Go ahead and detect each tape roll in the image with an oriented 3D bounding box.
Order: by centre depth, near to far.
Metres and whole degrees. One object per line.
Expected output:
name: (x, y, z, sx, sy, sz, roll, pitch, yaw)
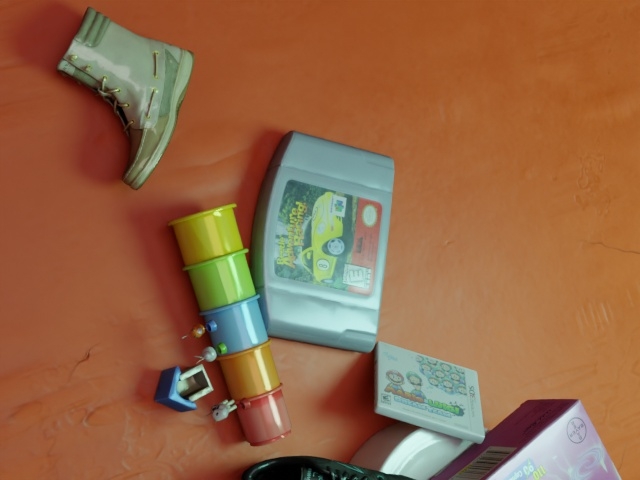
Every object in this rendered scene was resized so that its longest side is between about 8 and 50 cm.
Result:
tape roll: (0.162, 0.393, 1.440, 0.286, 0.100, 0.286, 4, 80, -27)

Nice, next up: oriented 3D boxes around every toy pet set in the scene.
toy pet set: (-0.163, 0.175, 1.301, 0.065, 0.114, 0.122, -25, 93, -37)

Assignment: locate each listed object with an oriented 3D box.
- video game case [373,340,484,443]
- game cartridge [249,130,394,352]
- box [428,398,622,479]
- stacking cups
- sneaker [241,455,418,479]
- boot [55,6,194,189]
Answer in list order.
video game case: (0.150, 0.210, 1.439, 0.157, 0.019, 0.143, 18, 31, -7)
game cartridge: (0.000, 0.000, 1.450, 0.196, 0.060, 0.294, 11, 77, -21)
box: (0.300, 0.373, 1.391, 0.214, 0.117, 0.243, -31, 97, -28)
stacking cups: (-0.118, 0.114, 1.358, 0.096, 0.096, 0.316, -16, 93, -28)
sneaker: (0.024, 0.330, 1.301, 0.267, 0.106, 0.101, 5, 67, 13)
boot: (-0.266, -0.184, 1.330, 0.165, 0.077, 0.213, 23, 67, -23)
